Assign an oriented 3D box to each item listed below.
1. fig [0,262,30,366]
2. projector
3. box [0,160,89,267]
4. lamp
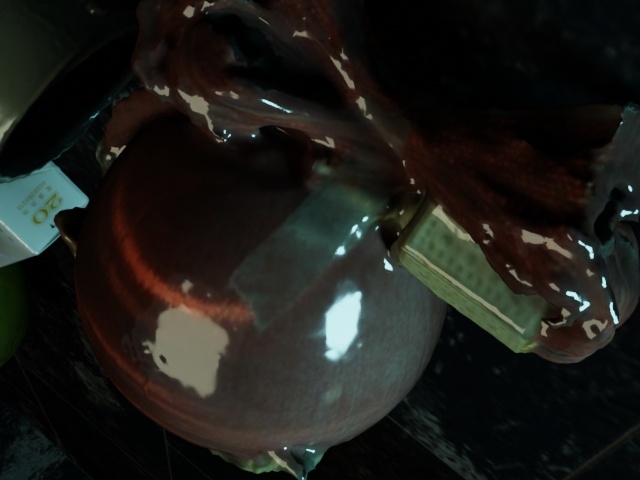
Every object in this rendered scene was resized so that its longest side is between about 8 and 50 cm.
[{"bbox_3d":[-0.384,0.059,1.088,0.230,0.207,0.207,27,168,-30],"label":"fig"},{"bbox_3d":[-0.238,-0.175,0.525,0.337,0.108,0.108,42,158,1],"label":"projector"},{"bbox_3d":[-0.294,-0.084,0.838,0.233,0.067,0.149,48,158,-14],"label":"box"},{"bbox_3d":[-0.007,0.009,0.417,0.215,0.151,0.223,34,155,10],"label":"lamp"}]
